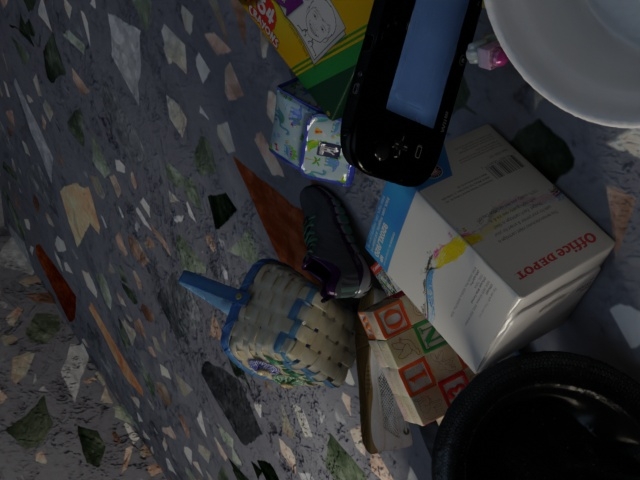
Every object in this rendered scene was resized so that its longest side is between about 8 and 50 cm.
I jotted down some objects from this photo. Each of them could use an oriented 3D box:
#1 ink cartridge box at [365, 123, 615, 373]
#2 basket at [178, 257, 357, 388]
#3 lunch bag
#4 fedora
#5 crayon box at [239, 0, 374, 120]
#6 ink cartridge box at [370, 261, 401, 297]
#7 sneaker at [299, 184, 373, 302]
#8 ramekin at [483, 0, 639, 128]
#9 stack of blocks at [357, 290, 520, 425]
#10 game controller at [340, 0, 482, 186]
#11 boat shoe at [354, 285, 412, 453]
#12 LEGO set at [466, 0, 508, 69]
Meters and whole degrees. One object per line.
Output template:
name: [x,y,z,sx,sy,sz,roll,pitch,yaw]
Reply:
ink cartridge box: [0.203,0.009,1.139,0.233,0.171,0.168,50,147,27]
basket: [-0.090,0.141,1.614,0.289,0.201,0.255,19,167,43]
lunch bag: [0.000,-0.169,1.424,0.151,0.096,0.129,33,137,22]
fedora: [0.296,0.294,1.155,0.152,0.334,0.334,35,-150,-89]
crayon box: [-0.005,-0.403,1.239,0.363,0.106,0.313,54,148,19]
ink cartridge box: [0.111,0.043,1.455,0.115,0.029,0.063,59,150,11]
sneaker: [0.000,0.000,1.508,0.224,0.098,0.083,61,145,27]
ramekin: [0.293,-0.253,0.814,0.277,0.135,0.277,29,134,35]
stack of blocks: [0.194,0.199,1.275,0.297,0.171,0.087,65,167,-1]
game controller: [0.113,-0.221,1.013,0.067,0.166,0.319,20,96,47]
boat shoe: [0.114,0.212,1.518,0.098,0.096,0.277,-171,79,-80]
LEGO set: [0.203,-0.323,0.944,0.107,0.132,0.287,22,142,42]
